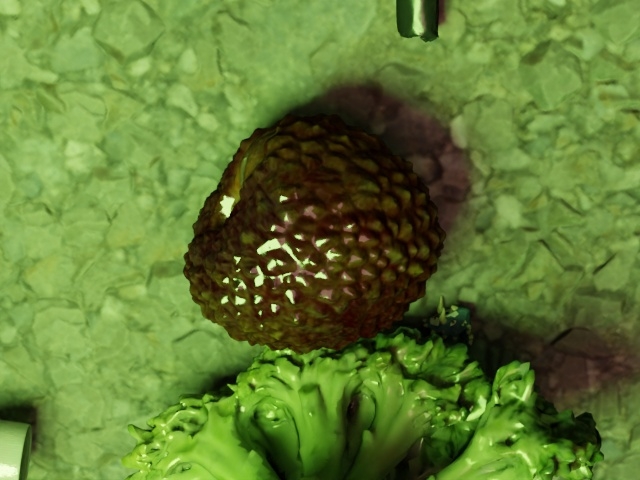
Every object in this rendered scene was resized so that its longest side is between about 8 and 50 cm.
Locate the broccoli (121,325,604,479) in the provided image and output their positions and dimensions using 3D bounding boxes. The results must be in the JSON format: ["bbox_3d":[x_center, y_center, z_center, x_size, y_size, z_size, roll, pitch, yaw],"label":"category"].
[{"bbox_3d":[-0.035,0.213,1.024,0.275,0.397,0.353,48,136,7],"label":"broccoli"}]

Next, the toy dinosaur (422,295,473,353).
[{"bbox_3d":[0.103,0.090,1.148,0.047,0.030,0.083,10,111,-4],"label":"toy dinosaur"}]

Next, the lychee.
[{"bbox_3d":[0.000,0.000,1.036,0.188,0.188,0.188,0,113,-1],"label":"lychee"}]

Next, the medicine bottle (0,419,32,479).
[{"bbox_3d":[-0.338,0.175,1.129,0.183,0.119,0.069,6,102,-4],"label":"medicine bottle"}]

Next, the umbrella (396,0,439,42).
[{"bbox_3d":[0.072,-0.215,1.019,0.036,0.031,0.133,-2,112,-2],"label":"umbrella"}]
